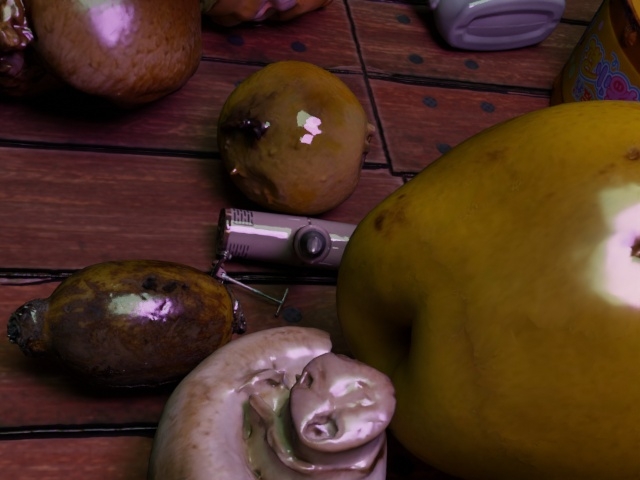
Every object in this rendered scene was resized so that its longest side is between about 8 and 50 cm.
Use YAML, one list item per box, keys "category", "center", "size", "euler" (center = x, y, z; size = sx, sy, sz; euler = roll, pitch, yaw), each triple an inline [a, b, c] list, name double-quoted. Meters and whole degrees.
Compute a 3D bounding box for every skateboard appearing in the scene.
- category: "skateboard"
  center: [-0.069, 0.040, 0.901]
  size: [0.083, 0.064, 0.032]
  euler: [26, 61, -8]

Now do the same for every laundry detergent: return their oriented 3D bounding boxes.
- category: "laundry detergent"
  center: [0.211, -0.404, 1.320]
  size: [0.215, 0.105, 0.280]
  euler: [-10, 58, -23]

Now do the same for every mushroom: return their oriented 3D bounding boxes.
- category: "mushroom"
  center: [-0.254, -0.247, 0.979]
  size: [0.263, 0.195, 0.283]
  euler: [42, 51, 9]
- category: "mushroom"
  center: [-0.038, 0.183, 0.707]
  size: [0.189, 0.195, 0.253]
  euler: [-13, 55, -22]

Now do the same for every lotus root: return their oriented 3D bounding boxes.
- category: "lotus root"
  center: [-0.165, 0.076, 0.798]
  size: [0.209, 0.120, 0.120]
  euler: [-2, 53, -23]

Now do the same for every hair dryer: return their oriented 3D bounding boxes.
- category: "hair dryer"
  center: [0.013, 0.001, 0.871]
  size: [0.195, 0.220, 0.053]
  euler: [7, 87, -15]

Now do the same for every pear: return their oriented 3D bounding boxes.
- category: "pear"
  center: [0.229, 0.062, 0.788]
  size: [0.418, 0.362, 0.362]
  euler: [-5, 54, -25]

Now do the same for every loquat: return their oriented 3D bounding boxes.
- category: "loquat"
  center: [-0.019, -0.111, 0.981]
  size: [0.204, 0.149, 0.172]
  euler: [-6, 52, -40]

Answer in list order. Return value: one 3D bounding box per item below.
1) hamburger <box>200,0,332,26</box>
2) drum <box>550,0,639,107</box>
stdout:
- category: "hamburger"
  center: [-0.061, -0.399, 1.136]
  size: [0.237, 0.276, 0.276]
  euler: [-3, 53, -34]
- category: "drum"
  center: [0.530, -0.188, 1.187]
  size: [0.431, 0.214, 0.431]
  euler: [9, 51, -11]
